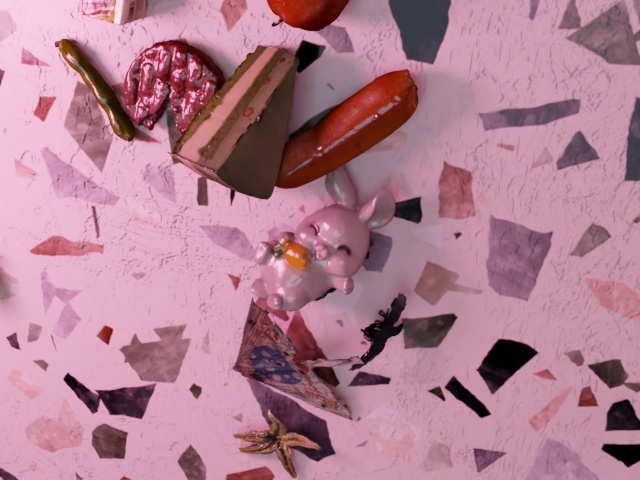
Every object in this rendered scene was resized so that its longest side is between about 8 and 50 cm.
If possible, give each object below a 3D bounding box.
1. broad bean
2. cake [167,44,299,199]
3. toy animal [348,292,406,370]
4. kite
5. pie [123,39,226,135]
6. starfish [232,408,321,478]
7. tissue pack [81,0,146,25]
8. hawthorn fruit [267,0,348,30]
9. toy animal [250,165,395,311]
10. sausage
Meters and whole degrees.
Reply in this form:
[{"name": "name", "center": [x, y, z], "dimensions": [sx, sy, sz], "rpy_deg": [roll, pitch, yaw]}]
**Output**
[{"name": "broad bean", "center": [-0.457, -0.310, 1.875], "dimensions": [0.053, 0.052, 0.256], "rpy_deg": [-31, 99, 38]}, {"name": "cake", "center": [-0.124, -0.217, 1.760], "dimensions": [0.158, 0.172, 0.283], "rpy_deg": [26, 77, 40]}, {"name": "toy animal", "center": [0.124, 0.185, 1.876], "dimensions": [0.062, 0.108, 0.220], "rpy_deg": [36, 116, 13]}, {"name": "kite", "center": [-0.059, 0.266, 1.952], "dimensions": [0.368, 0.014, 0.406], "rpy_deg": [-11, 128, 38]}, {"name": "pie", "center": [-0.285, -0.295, 1.831], "dimensions": [0.219, 0.054, 0.204], "rpy_deg": [31, 117, 5]}, {"name": "starfish", "center": [-0.096, 0.463, 2.084], "dimensions": [0.223, 0.050, 0.216], "rpy_deg": [-1, 118, 29]}, {"name": "tissue pack", "center": [-0.389, -0.499, 1.747], "dimensions": [0.099, 0.106, 0.148], "rpy_deg": [17, 114, 9]}, {"name": "hawthorn fruit", "center": [-0.029, -0.447, 1.642], "dimensions": [0.157, 0.157, 0.194], "rpy_deg": [42, 127, -3]}, {"name": "toy animal", "center": [0.002, 0.007, 1.819], "dimensions": [0.208, 0.154, 0.325], "rpy_deg": [35, 97, 24]}, {"name": "sausage", "center": [0.042, -0.200, 1.740], "dimensions": [0.348, 0.097, 0.094], "rpy_deg": [-33, 131, 22]}]
